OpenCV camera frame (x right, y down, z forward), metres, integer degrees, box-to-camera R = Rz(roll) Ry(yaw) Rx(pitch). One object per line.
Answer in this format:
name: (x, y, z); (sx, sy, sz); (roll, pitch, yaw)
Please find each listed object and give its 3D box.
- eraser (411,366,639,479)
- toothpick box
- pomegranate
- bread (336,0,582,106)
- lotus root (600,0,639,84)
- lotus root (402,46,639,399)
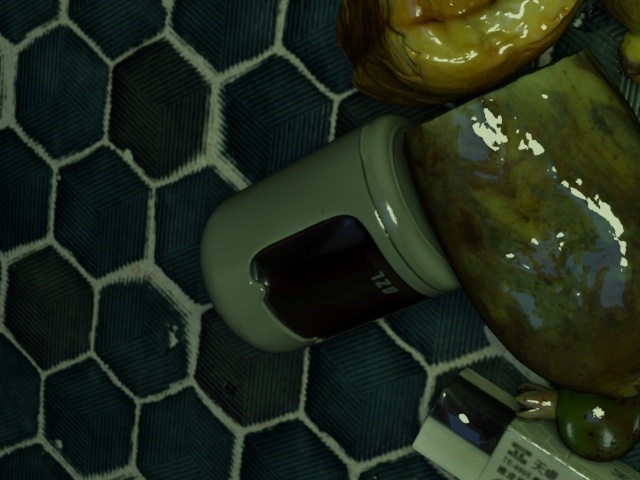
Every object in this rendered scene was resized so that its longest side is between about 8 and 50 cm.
eraser: (0.302, 0.296, 1.218); (0.404, 0.096, 0.098); (32, 112, 18)
toothpick box: (0.000, 0.000, 1.260); (0.316, 0.229, 0.229); (-24, 88, 29)
pomegranate: (0.285, 0.184, 1.193); (0.142, 0.114, 0.114); (5, 101, 15)
bread: (0.128, -0.213, 1.074); (0.195, 0.344, 0.149); (-16, 93, -4)
lotus root: (0.349, -0.304, 1.054); (0.169, 0.141, 0.314); (-1, 108, -14)
lotus root: (0.250, -0.012, 1.106); (0.250, 0.250, 0.346); (-31, 90, 27)
